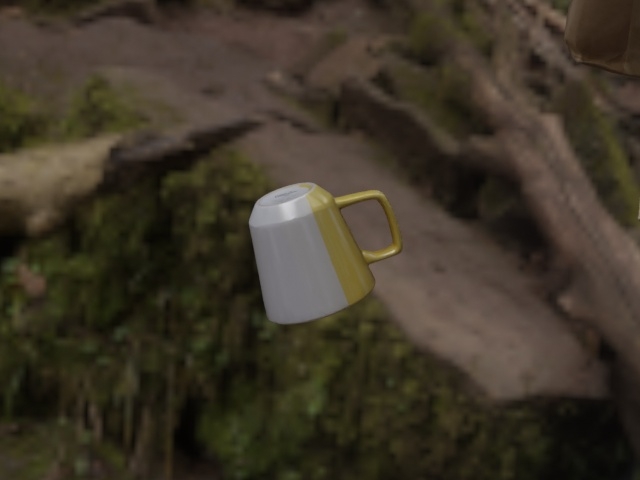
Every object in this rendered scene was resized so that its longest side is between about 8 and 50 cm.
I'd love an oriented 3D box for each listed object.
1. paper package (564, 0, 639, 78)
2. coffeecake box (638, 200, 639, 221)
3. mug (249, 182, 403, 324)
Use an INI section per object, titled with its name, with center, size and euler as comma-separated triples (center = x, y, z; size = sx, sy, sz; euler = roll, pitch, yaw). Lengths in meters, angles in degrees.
[paper package]
center = 0.314, -0.322, 1.472
size = 0.168, 0.325, 0.309
euler = 16, 35, 5
[coffeecake box]
center = 0.355, -0.090, 1.878
size = 0.068, 0.185, 0.142
euler = 0, -15, 22
[mug]
center = -0.004, 0.001, 1.066
size = 0.078, 0.064, 0.062
euler = -30, 19, -35
